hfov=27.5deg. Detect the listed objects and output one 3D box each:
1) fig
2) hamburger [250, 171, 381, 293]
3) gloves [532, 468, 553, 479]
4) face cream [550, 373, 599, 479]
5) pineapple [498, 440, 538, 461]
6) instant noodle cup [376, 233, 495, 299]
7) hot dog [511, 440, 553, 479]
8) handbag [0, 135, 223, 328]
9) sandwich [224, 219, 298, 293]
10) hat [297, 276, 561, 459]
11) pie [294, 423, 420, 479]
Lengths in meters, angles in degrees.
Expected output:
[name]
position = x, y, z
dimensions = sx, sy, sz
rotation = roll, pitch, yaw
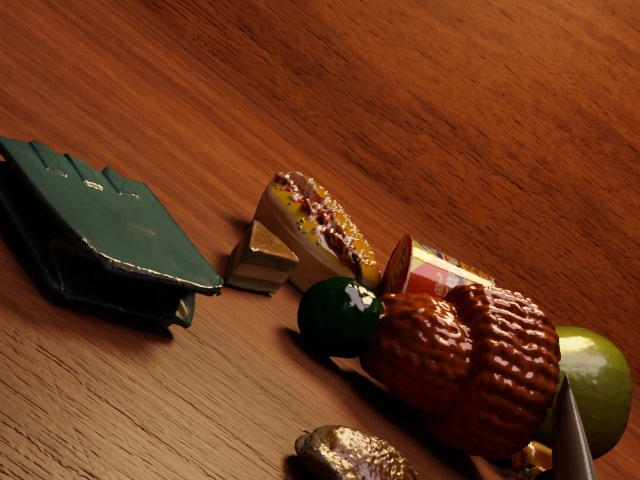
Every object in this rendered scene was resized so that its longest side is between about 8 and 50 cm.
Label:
[fig]
position = 0.417, 0.282, 2.403
dimensions = 0.326, 0.258, 0.258
rotation = 6, 28, -30
[hamburger]
position = 0.000, 0.000, 2.397
dimensions = 0.227, 0.151, 0.295
rotation = 30, 13, -49
[gloves]
position = 0.446, 0.469, 2.110
dimensions = 0.116, 0.133, 0.294
rotation = -6, -28, 39
[face cream]
position = 0.381, 0.378, 1.931
dimensions = 0.137, 0.084, 0.341
rotation = 91, -5, -55
[pineapple]
position = 0.338, 0.359, 2.263
dimensions = 0.159, 0.074, 0.074
rotation = 33, 12, -45
[instant noodle cup]
position = 0.201, 0.112, 2.319
dimensions = 0.174, 0.213, 0.213
rotation = 18, 15, -8
[hot dog]
position = 0.414, 0.421, 2.235
dimensions = 0.269, 0.072, 0.115
rotation = 34, 19, -42
[handbag]
position = -0.283, -0.002, 1.666
dimensions = 0.268, 0.100, 0.274
rotation = 18, 23, -52
[sandwich]
position = -0.126, 0.019, 2.101
dimensions = 0.113, 0.079, 0.163
rotation = 42, 13, 25
[hat]
position = 0.176, 0.159, 2.060
dimensions = 0.400, 0.285, 0.285
rotation = 28, 15, -25
[pie]
position = 0.055, 0.297, 1.613
dimensions = 0.193, 0.079, 0.163
rotation = 34, 16, -19
